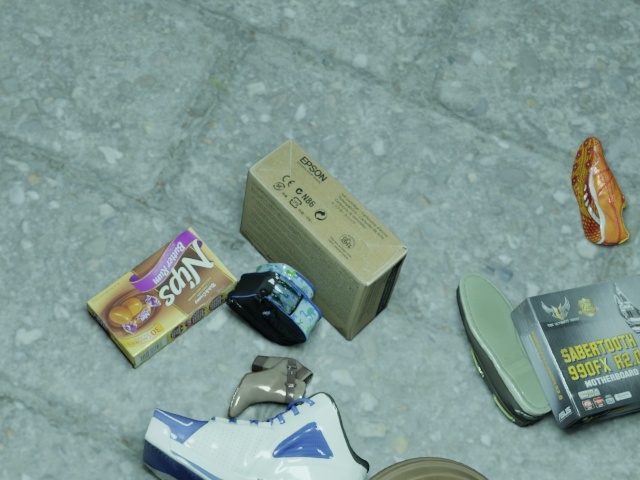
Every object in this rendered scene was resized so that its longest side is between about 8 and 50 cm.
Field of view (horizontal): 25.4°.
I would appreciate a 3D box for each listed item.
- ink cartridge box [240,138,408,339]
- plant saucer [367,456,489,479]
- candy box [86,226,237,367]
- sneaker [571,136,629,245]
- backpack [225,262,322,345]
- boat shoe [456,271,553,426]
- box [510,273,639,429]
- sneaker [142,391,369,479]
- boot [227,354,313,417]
[{"bbox_3d":[0.000,0.000,1.975,0.088,0.193,0.235,-40,75,-22],"label":"ink cartridge box"},{"bbox_3d":[0.145,0.418,1.825,0.278,0.041,0.277,3,82,-19],"label":"plant saucer"},{"bbox_3d":[-0.221,0.080,1.998,0.187,0.053,0.109,-37,73,-18],"label":"candy box"},{"bbox_3d":[0.420,-0.072,2.126,0.067,0.064,0.175,4,69,-25],"label":"sneaker"},{"bbox_3d":[-0.055,0.087,1.974,0.114,0.105,0.084,45,61,-22],"label":"backpack"},{"bbox_3d":[0.246,0.154,1.992,0.081,0.068,0.227,-14,67,-29],"label":"boat shoe"},{"bbox_3d":[0.403,0.151,1.982,0.231,0.056,0.183,-9,66,-28],"label":"box"},{"bbox_3d":[-0.069,0.276,1.892,0.316,0.127,0.182,24,62,-1],"label":"sneaker"},{"bbox_3d":[-0.065,0.207,1.954,0.087,0.042,0.118,20,58,13],"label":"boot"}]
